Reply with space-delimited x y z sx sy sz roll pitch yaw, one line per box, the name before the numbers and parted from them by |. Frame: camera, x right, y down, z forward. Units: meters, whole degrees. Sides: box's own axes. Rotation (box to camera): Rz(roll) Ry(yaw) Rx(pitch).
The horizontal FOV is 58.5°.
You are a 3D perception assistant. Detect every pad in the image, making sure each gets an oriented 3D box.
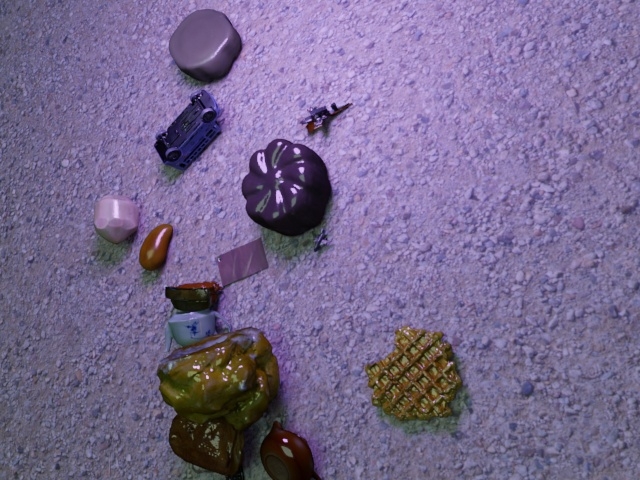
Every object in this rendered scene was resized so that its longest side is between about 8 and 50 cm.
pad | -0.267 0.074 1.944 0.187 0.006 0.113 -23 68 18

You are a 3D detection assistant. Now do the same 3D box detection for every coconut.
coconut | -0.767 -0.072 2.135 0.170 0.171 0.183 -9 73 24

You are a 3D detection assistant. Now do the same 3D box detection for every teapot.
teapot | -0.413 0.303 1.892 0.231 0.159 0.159 -10 73 -4
teapot | -0.072 0.642 1.663 0.252 0.135 0.178 50 137 8

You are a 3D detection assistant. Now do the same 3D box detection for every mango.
mango | -0.599 0.021 2.074 0.102 0.085 0.184 14 80 27

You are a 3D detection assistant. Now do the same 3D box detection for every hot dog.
hot dog | -0.337 0.621 1.771 0.272 0.122 0.196 4 84 28

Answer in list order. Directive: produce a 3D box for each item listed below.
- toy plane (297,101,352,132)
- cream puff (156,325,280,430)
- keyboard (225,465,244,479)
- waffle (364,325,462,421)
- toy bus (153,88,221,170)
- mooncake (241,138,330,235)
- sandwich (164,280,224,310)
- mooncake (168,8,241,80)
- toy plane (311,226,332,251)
toy plane | 0.012 -0.423 1.885 0.188 0.062 0.135 -29 42 15
cream puff | -0.288 0.426 1.689 0.378 0.378 0.276 -14 93 23
keyboard | -0.282 0.694 1.804 0.072 0.023 0.231 -20 71 23
waffle | 0.256 0.370 1.596 0.290 0.051 0.292 -6 77 26
toy bus | -0.465 -0.398 2.074 0.292 0.133 0.126 -44 59 14
mooncake | -0.117 -0.172 1.845 0.305 0.154 0.306 -8 73 26
sandwich | -0.434 0.187 1.919 0.234 0.159 0.079 -4 94 27
mooncake | -0.425 -0.726 2.128 0.274 0.135 0.275 -6 75 22
toy plane | 0.000 0.000 1.814 0.078 0.031 0.083 22 89 28
